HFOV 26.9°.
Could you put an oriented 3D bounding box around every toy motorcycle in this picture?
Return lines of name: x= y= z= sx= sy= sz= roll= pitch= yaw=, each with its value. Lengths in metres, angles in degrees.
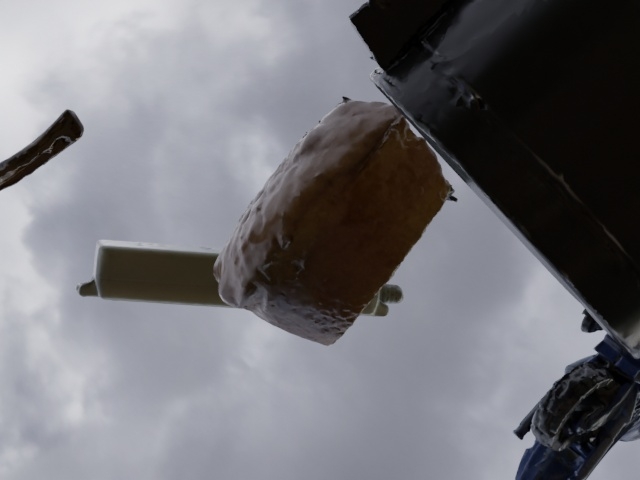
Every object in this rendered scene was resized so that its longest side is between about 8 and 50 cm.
toy motorcycle: x=0.208 y=0.091 z=0.879 sx=0.205 sy=0.076 sz=0.114 roll=-29 pitch=-38 yaw=-30

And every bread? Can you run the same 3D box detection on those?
bread: x=-0.006 y=0.008 z=1.084 sx=0.129 sy=0.260 sz=0.134 roll=38 pitch=-131 yaw=-3

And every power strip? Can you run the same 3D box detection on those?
power strip: x=-0.076 y=0.039 z=1.361 sx=0.338 sy=0.098 sz=0.058 roll=5 pitch=-89 yaw=-12

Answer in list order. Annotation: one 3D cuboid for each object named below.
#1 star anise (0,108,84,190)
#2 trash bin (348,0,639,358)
star anise: x=-0.393 y=-0.065 z=1.144 sx=0.350 sy=0.292 sz=0.109 roll=1 pitch=-101 yaw=-19
trash bin: x=0.198 y=-0.115 z=0.670 sx=0.301 sy=0.203 sz=0.252 roll=-43 pitch=-86 yaw=6
